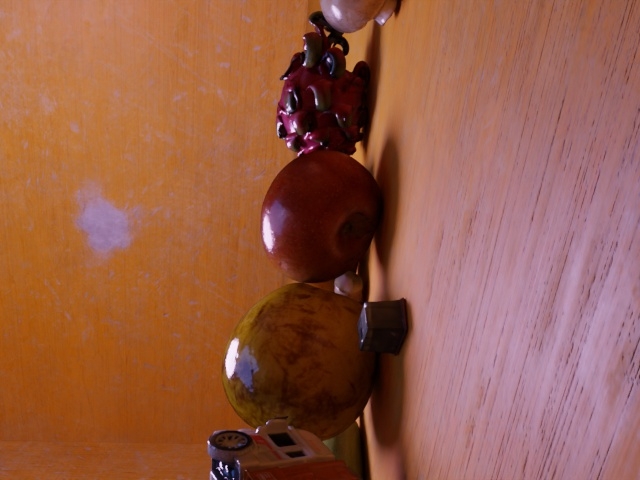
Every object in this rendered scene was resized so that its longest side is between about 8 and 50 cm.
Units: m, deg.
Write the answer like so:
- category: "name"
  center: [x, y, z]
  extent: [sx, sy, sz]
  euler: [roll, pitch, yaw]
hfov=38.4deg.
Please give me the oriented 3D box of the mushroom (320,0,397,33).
- category: "mushroom"
  center: [0.073, -0.422, 1.532]
  extent: [0.166, 0.127, 0.166]
  euler: [-55, 20, 32]

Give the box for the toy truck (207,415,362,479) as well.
- category: "toy truck"
  center: [-0.019, 0.403, 1.292]
  extent: [0.387, 0.207, 0.173]
  euler: [34, 124, 58]

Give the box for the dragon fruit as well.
- category: "dragon fruit"
  center: [0.010, -0.280, 1.790]
  extent: [0.198, 0.218, 0.272]
  euler: [40, 142, 19]

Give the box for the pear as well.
- category: "pear"
  center: [-0.033, 0.208, 1.567]
  extent: [0.281, 0.281, 0.280]
  euler: [-177, 90, -83]

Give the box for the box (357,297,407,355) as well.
- category: "box"
  center: [0.092, 0.130, 1.389]
  extent: [0.084, 0.063, 0.060]
  euler: [104, 167, -54]

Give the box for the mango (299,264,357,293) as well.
- category: "mango"
  center: [0.000, 0.000, 1.788]
  extent: [0.187, 0.138, 0.257]
  euler: [10, -105, -65]

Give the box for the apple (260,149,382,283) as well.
- category: "apple"
  center: [0.006, -0.039, 1.600]
  extent: [0.173, 0.210, 0.234]
  euler: [20, 107, 45]

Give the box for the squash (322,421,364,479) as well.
- category: "squash"
  center: [0.024, 0.404, 1.682]
  extent: [0.287, 0.137, 0.137]
  euler: [-86, 4, -45]

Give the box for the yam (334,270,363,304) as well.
- category: "yam"
  center: [0.043, 0.193, 1.788]
  extent: [0.066, 0.066, 0.299]
  euler: [-99, 12, -59]
